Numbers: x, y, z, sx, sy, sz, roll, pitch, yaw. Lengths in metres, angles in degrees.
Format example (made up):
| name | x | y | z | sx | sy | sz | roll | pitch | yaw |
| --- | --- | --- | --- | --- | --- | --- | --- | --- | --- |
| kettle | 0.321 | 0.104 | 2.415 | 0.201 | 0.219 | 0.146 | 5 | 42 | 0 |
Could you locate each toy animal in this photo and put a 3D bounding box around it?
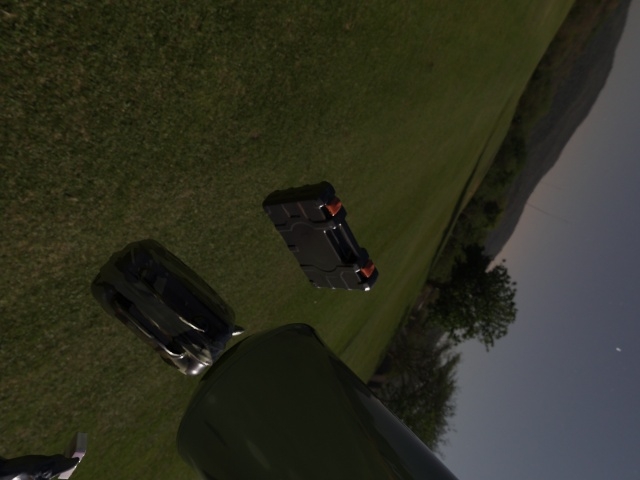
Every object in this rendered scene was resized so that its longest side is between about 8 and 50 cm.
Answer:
| name | x | y | z | sx | sy | sz | roll | pitch | yaw |
| --- | --- | --- | --- | --- | --- | --- | --- | --- | --- |
| toy animal | -0.651 | 0.394 | 0.726 | 0.205 | 0.367 | 0.081 | -56 | -159 | -13 |

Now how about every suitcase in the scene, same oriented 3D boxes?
| name | x | y | z | sx | sy | sz | roll | pitch | yaw |
| --- | --- | --- | --- | --- | --- | --- | --- | --- | --- |
| suitcase | 0.000 | 0.000 | 1.003 | 0.066 | 0.206 | 0.285 | -50 | 122 | -35 |
| suitcase | -0.376 | 0.161 | 1.017 | 0.194 | 0.351 | 0.339 | -47 | -170 | -6 |

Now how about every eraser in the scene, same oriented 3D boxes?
| name | x | y | z | sx | sy | sz | roll | pitch | yaw |
| --- | --- | --- | --- | --- | --- | --- | --- | --- | --- |
| eraser | -0.627 | 0.542 | 1.061 | 0.026 | 0.065 | 0.105 | 29 | 103 | -34 |

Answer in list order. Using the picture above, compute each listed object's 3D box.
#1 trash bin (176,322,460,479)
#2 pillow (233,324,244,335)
| name | x | y | z | sx | sy | sz | roll | pitch | yaw |
| --- | --- | --- | --- | --- | --- | --- | --- | --- | --- |
| trash bin | -0.003 | 0.324 | 0.605 | 0.280 | 0.432 | 0.280 | -33 | 143 | -29 |
| pillow | -0.391 | 0.314 | 1.471 | 0.241 | 0.051 | 0.093 | 9 | 153 | -34 |
